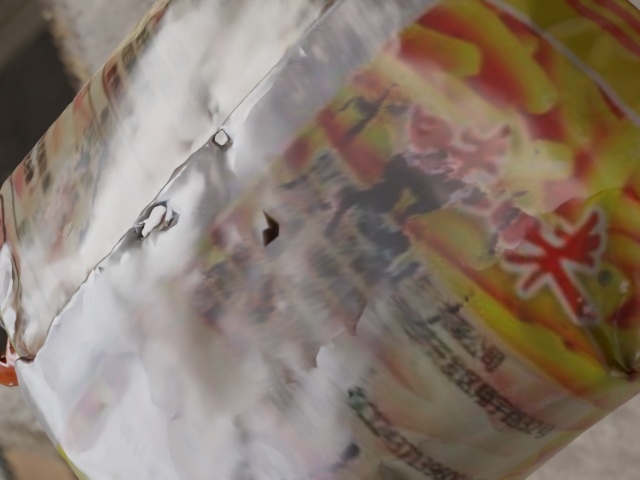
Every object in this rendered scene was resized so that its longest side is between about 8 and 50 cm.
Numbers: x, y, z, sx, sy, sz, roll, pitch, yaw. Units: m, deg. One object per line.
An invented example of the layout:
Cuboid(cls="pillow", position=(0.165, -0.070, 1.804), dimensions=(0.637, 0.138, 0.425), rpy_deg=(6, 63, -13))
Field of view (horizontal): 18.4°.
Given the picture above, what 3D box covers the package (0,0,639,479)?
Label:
Cuboid(cls="package", position=(0.004, 0.004, 0.554), dimensions=(0.223, 0.108, 0.288), rpy_deg=(51, 120, 27))
